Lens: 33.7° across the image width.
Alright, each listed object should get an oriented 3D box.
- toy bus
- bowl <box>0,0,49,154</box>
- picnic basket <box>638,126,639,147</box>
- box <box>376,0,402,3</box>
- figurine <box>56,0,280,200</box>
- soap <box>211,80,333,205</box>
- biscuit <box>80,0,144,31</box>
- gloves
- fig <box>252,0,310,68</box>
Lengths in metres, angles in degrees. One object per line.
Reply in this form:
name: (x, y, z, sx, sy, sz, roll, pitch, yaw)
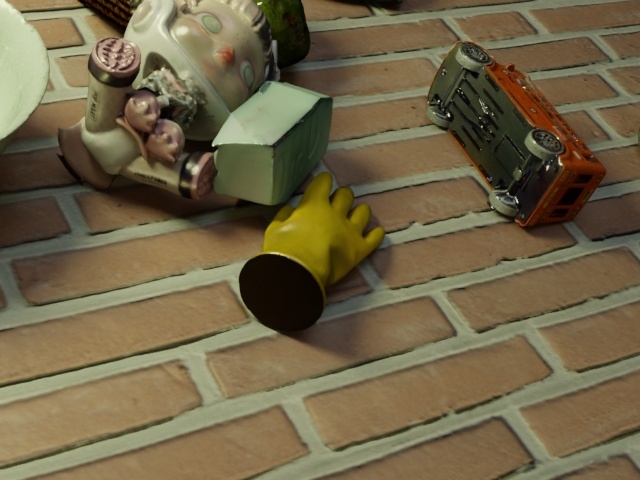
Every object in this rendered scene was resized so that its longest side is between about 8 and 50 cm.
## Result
toy bus: (0.308, -0.179, 1.714, 0.153, 0.143, 0.329, -3, 45, -34)
bowl: (-0.574, -0.162, 1.364, 0.435, 0.196, 0.434, 9, 45, -9)
picnic basket: (0.672, -0.179, 1.817, 0.196, 0.154, 0.134, 6, 39, -18)
box: (0.002, -0.600, 2.068, 0.350, 0.091, 0.359, 8, 42, -9)
figurine: (-0.212, -0.237, 1.533, 0.211, 0.253, 0.361, 1, 39, 32)
soap: (-0.065, -0.136, 1.525, 0.091, 0.145, 0.230, 17, 39, 15)
biscuit: (-0.314, -0.404, 1.739, 0.106, 0.070, 0.252, -17, 37, -31)
gloves: (0.001, 0.001, 1.476, 0.133, 0.116, 0.294, 48, 35, -8)
fig: (-0.147, -0.365, 1.735, 0.235, 0.203, 0.203, -15, 49, -2)
